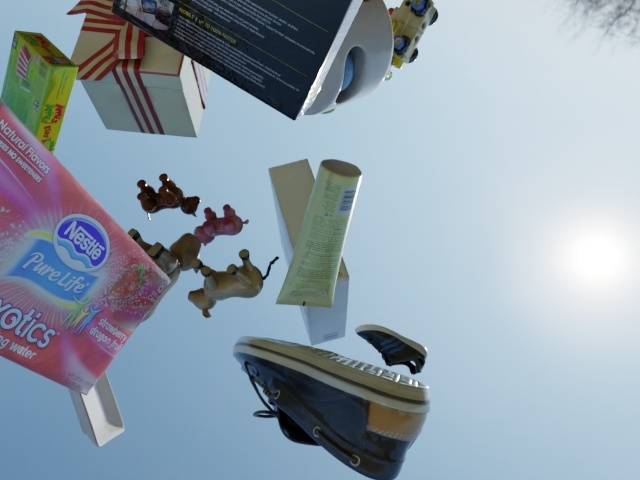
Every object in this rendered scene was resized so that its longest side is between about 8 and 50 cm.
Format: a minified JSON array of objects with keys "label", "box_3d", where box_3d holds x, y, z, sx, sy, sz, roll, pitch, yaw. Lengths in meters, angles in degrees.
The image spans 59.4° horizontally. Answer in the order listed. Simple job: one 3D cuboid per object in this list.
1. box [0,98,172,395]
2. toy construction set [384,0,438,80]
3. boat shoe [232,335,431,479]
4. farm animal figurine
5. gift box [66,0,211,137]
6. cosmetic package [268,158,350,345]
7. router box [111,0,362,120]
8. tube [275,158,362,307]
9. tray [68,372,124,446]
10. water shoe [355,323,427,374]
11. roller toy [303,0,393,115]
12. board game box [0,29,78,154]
[{"label":"box","box_3d":[-0.279,0.003,0.490,0.142,0.300,0.154,24,-112,22]},{"label":"toy construction set","box_3d":[0.163,-0.551,1.419,0.215,0.327,0.151,34,-153,31]},{"label":"boat shoe","box_3d":[-0.020,0.260,0.954,0.187,0.156,0.500,17,173,-33]},{"label":"farm animal figurine","box_3d":[-0.287,0.052,1.096,0.327,0.172,0.330,-38,-121,-12]},{"label":"gift box","box_3d":[-0.394,-0.384,1.212,0.276,0.258,0.255,1,-115,-2]},{"label":"cosmetic package","box_3d":[-0.024,0.043,1.257,0.097,0.377,0.284,-13,-117,-6]},{"label":"router box","box_3d":[-0.063,-0.197,0.438,0.179,0.133,0.046,31,-145,0]},{"label":"tube","box_3d":[0.000,0.000,0.827,0.070,0.240,0.062,24,-152,19]},{"label":"tray","box_3d":[-0.428,0.230,1.006,0.030,0.145,0.270,-21,-96,-6]},{"label":"water shoe","box_3d":[0.179,0.278,1.434,0.203,0.073,0.080,23,-118,-6]},{"label":"roller toy","box_3d":[-0.006,-0.289,0.815,0.146,0.209,0.191,-29,-164,-34]},{"label":"board game box","box_3d":[-0.424,-0.201,0.827,0.092,0.181,0.043,42,-150,17]}]
